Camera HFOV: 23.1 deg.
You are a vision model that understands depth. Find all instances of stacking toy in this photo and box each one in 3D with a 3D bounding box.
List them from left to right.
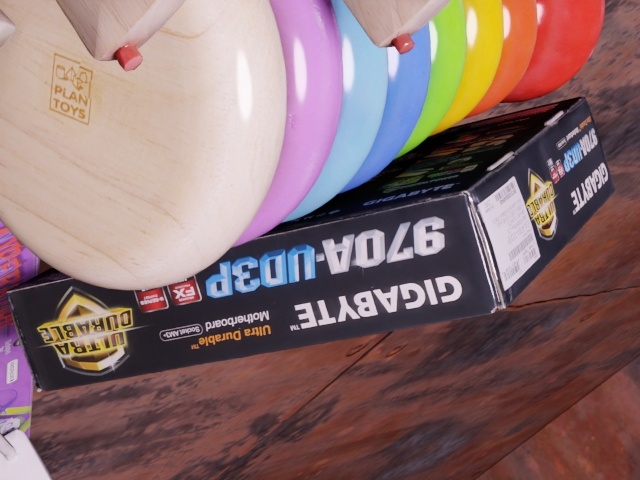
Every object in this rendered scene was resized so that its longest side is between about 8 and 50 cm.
[{"bbox_3d":[0.019,-0.082,0.626,0.330,0.141,0.141,-18,157,-50],"label":"stacking toy"}]

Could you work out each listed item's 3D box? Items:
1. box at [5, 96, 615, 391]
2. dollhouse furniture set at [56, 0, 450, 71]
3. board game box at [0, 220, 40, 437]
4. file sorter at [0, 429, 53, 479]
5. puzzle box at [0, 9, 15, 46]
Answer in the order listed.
[{"bbox_3d":[0.000,0.000,0.686,0.220,0.051,0.175,-12,-169,27],"label":"box"},{"bbox_3d":[0.004,-0.152,0.399,0.129,0.129,0.184,-12,153,-50],"label":"dollhouse furniture set"},{"bbox_3d":[-0.236,0.085,0.746,0.208,0.056,0.347,-22,160,-21],"label":"board game box"},{"bbox_3d":[-0.231,0.219,0.726,0.277,0.193,0.173,-31,159,-10],"label":"file sorter"},{"bbox_3d":[-0.265,0.059,0.391,0.409,0.052,0.272,-44,179,4],"label":"puzzle box"}]
